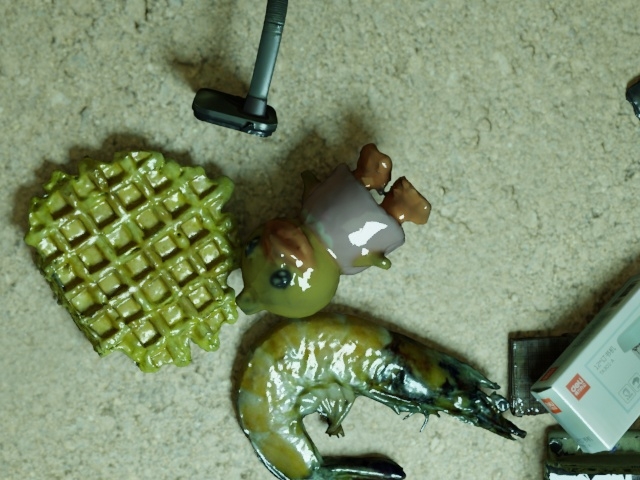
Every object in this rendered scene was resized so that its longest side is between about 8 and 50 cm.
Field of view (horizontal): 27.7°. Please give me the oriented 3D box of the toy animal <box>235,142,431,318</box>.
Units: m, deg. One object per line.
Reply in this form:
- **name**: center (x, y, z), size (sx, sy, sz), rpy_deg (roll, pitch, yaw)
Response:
- **toy animal**: center (-0.001, 0.003, 1.783), size (0.281, 0.169, 0.195), rpy_deg (-35, 62, -15)

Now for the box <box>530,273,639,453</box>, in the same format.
- **box**: center (0.446, 0.179, 1.922), size (0.269, 0.079, 0.135), rpy_deg (-43, 93, -19)

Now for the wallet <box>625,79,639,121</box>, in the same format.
- **wallet**: center (0.628, -0.238, 1.960), size (0.321, 0.044, 0.170), rpy_deg (-33, 108, -6)

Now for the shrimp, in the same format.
- **shrimp**: center (0.089, 0.258, 1.893), size (0.445, 0.085, 0.272), rpy_deg (15, 101, -13)

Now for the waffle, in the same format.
- **waffle**: center (-0.249, 0.030, 1.778), size (0.307, 0.060, 0.312), rpy_deg (0, 97, -14)

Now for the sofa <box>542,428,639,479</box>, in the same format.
- **sofa**: center (0.429, 0.418, 1.985), size (0.200, 0.182, 0.258), rpy_deg (-1, 100, 4)

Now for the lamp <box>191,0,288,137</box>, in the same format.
- **lamp**: center (-0.127, -0.293, 1.724), size (0.203, 0.124, 0.283), rpy_deg (12, 94, -6)

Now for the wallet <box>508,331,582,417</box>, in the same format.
- **wallet**: center (0.395, 0.200, 1.975), size (0.230, 0.042, 0.124), rpy_deg (-3, 90, -13)
